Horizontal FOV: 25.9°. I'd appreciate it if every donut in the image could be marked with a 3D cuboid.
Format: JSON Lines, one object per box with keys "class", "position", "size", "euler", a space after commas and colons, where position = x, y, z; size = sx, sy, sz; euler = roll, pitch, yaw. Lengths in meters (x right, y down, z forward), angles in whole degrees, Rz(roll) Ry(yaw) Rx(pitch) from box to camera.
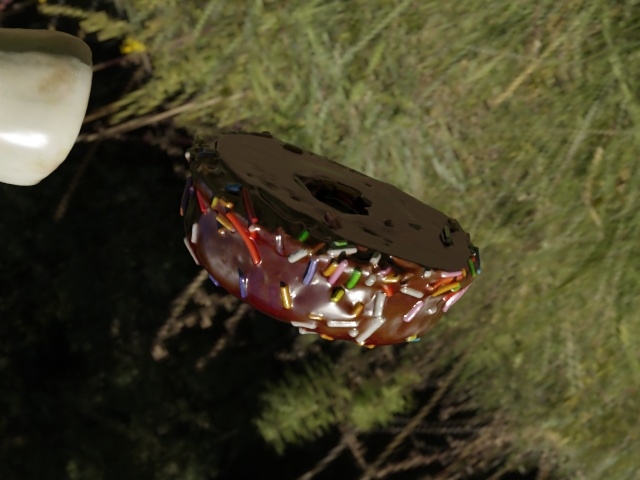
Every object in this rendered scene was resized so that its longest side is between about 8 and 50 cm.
{"class": "donut", "position": [0.000, 0.000, 1.024], "size": [0.235, 0.235, 0.089], "euler": [36, 111, 33]}

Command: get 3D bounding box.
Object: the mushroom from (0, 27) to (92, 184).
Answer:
{"class": "mushroom", "position": [-0.234, -0.082, 0.714], "size": [0.243, 0.243, 0.243], "euler": [28, 130, 39]}
